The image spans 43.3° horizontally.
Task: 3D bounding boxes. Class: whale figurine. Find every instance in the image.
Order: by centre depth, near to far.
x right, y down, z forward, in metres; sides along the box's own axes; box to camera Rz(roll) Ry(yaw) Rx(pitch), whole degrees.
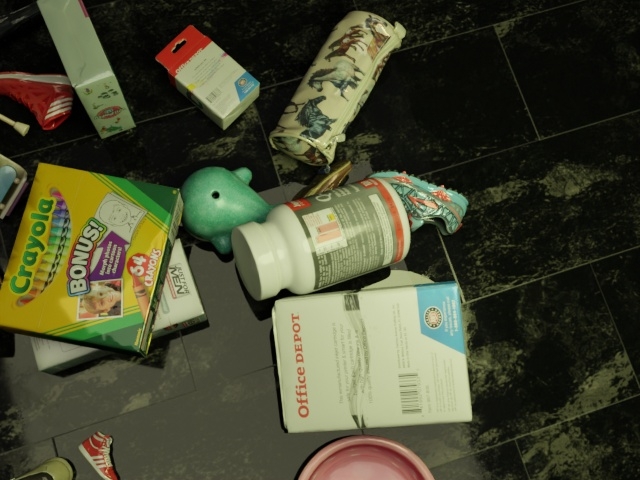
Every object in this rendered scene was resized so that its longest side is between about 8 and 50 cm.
[{"bbox_3d":[-0.197,-0.075,1.877,0.271,0.141,0.216,16,75,-4],"label":"whale figurine"}]

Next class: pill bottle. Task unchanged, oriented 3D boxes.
[{"bbox_3d":[0.000,0.000,1.809,0.362,0.210,0.210,-18,78,-20],"label":"pill bottle"}]

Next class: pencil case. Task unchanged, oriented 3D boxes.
[{"bbox_3d":[0.048,-0.368,1.951,0.183,0.160,0.410,21,74,31],"label":"pencil case"}]

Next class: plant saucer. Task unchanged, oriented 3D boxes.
[{"bbox_3d":[0.098,0.597,1.769,0.331,0.084,0.332,1,77,-4],"label":"plant saucer"}]

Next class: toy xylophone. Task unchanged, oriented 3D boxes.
[{"bbox_3d":[-0.813,-0.204,1.840,0.322,0.081,0.236,23,98,-10],"label":"toy xylophone"}]

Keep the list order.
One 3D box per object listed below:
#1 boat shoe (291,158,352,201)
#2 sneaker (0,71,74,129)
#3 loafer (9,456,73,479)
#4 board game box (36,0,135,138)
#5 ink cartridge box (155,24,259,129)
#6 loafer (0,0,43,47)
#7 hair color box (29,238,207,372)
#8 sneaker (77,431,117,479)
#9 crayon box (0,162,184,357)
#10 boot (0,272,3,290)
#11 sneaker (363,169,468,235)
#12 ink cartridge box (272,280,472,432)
[{"bbox_3d":[0.011,-0.127,1.952,0.178,0.064,0.060,-42,114,-11],"label":"boat shoe"},{"bbox_3d":[-0.701,-0.332,1.931,0.221,0.087,0.128,0,86,9],"label":"sneaker"},{"bbox_3d":[-0.659,0.559,1.716,0.268,0.092,0.102,-38,82,-12],"label":"loafer"},{"bbox_3d":[-0.527,-0.395,1.844,0.097,0.303,0.224,-22,80,-9],"label":"board game box"},{"bbox_3d":[-0.277,-0.402,1.981,0.231,0.078,0.134,42,77,6],"label":"ink cartridge box"},{"bbox_3d":[-0.774,-0.531,1.975,0.223,0.076,0.078,-34,89,-7],"label":"loafer"},{"bbox_3d":[-0.464,0.149,1.818,0.374,0.113,0.186,-19,78,-8],"label":"hair color box"},{"bbox_3d":[-0.473,0.476,1.776,0.067,0.042,0.118,-43,81,-9],"label":"sneaker"},{"bbox_3d":[-0.490,0.041,1.731,0.312,0.106,0.363,11,73,0],"label":"crayon box"},{"bbox_3d":[-0.811,0.012,1.825,0.112,0.115,0.305,-29,79,-9],"label":"boot"},{"bbox_3d":[0.221,-0.086,1.932,0.261,0.104,0.125,17,78,0],"label":"sneaker"},{"bbox_3d":[0.115,0.247,1.739,0.394,0.166,0.286,-6,89,10],"label":"ink cartridge box"}]
